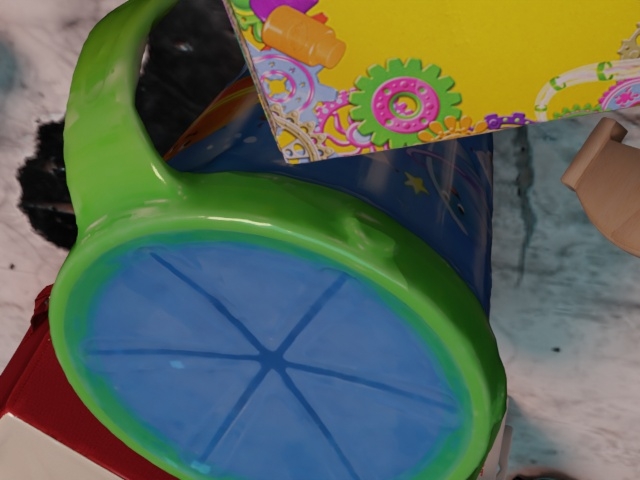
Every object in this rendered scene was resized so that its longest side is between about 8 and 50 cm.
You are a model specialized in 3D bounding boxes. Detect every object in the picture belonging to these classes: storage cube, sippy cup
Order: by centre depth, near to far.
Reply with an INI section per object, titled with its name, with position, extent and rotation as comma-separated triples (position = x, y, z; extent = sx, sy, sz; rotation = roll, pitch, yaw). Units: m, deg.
[sippy cup]
position = 0.000, 0.000, 0.651
extent = 0.240, 0.224, 0.305
rotation = 11, 135, 11
[storage cube]
position = -0.141, 0.136, 0.856
extent = 0.215, 0.193, 0.184
rotation = 35, 134, -13

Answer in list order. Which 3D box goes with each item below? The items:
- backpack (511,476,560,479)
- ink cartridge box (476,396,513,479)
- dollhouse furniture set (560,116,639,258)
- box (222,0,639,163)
[backpack]
position = 0.199, 0.303, 0.930
extent = 0.188, 0.144, 0.166
rotation = 31, 129, -14
[ink cartridge box]
position = 0.069, 0.152, 0.865
extent = 0.143, 0.092, 0.090
rotation = 26, 136, -5
[dollhouse furniture set]
position = 0.162, 0.055, 0.513
extent = 0.303, 0.355, 0.173
rotation = 34, 91, -26
[box]
position = 0.043, -0.231, 0.361
extent = 0.177, 0.279, 0.290
rotation = -9, 130, 14
